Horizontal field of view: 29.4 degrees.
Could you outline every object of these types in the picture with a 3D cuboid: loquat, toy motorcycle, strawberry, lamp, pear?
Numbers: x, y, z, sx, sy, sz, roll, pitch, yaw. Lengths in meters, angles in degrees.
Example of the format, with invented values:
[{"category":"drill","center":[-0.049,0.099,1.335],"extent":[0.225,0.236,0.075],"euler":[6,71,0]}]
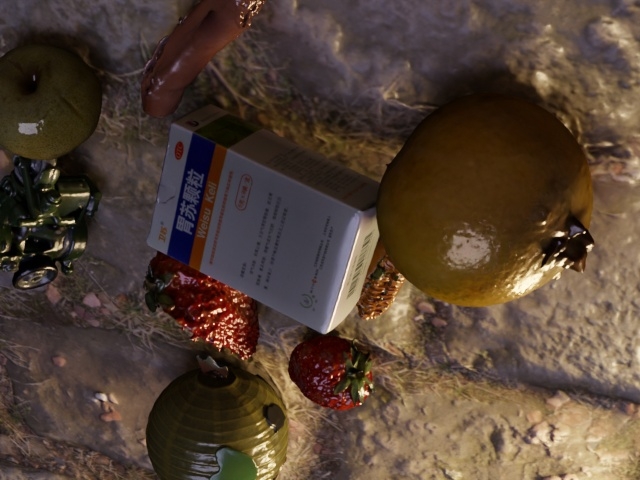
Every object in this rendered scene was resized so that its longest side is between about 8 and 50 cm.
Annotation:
[{"category":"loquat","center":[0.217,-0.043,1.532],"extent":[0.274,0.275,0.275],"euler":[10,138,9]},{"category":"toy motorcycle","center":[-0.414,-0.033,1.828],"extent":[0.205,0.127,0.275],"euler":[-4,144,-47]},{"category":"strawberry","center":[0.009,0.217,1.988],"extent":[0.148,0.131,0.131],"euler":[-12,130,20]},{"category":"lamp","center":[-0.177,0.309,2.079],"extent":[0.250,0.250,0.284],"euler":[6,118,14]},{"category":"strawberry","center":[-0.170,0.082,1.910],"extent":[0.107,0.175,0.236],"euler":[-45,151,13]},{"category":"pear","center":[-0.380,-0.189,1.668],"extent":[0.167,0.167,0.136],"euler":[7,150,13]}]

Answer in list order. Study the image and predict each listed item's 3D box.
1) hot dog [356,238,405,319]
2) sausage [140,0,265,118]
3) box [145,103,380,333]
[{"category":"hot dog","center":[0.090,0.059,1.840],"extent":[0.072,0.055,0.188],"euler":[20,137,-4]},{"category":"sausage","center":[-0.151,-0.263,1.568],"extent":[0.078,0.078,0.304],"euler":[33,135,-16]},{"category":"box","center":[-0.074,-0.032,1.664],"extent":[0.299,0.106,0.200],"euler":[25,121,16]}]
